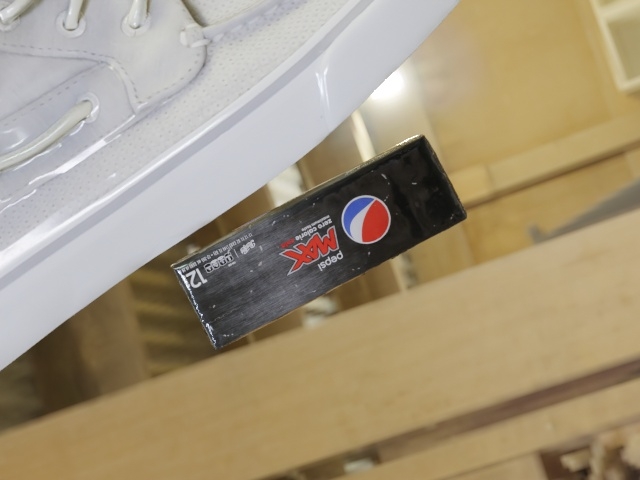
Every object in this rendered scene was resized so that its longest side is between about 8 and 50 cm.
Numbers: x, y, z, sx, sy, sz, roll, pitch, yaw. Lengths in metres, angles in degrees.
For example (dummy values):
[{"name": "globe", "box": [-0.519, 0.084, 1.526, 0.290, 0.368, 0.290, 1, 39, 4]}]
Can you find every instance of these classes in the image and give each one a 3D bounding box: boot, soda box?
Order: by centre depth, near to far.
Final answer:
[{"name": "boot", "box": [-0.077, -0.059, 0.513, 0.123, 0.258, 0.095, 53, 177, -17]}, {"name": "soda box", "box": [0.000, 0.000, 0.999, 0.060, 0.169, 0.053, 62, -177, -3]}]
